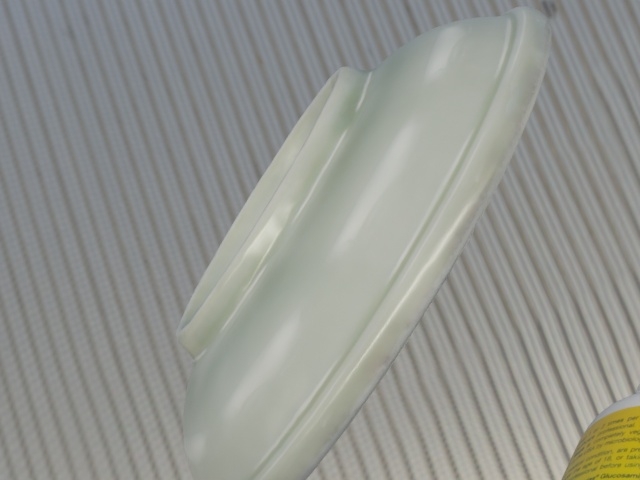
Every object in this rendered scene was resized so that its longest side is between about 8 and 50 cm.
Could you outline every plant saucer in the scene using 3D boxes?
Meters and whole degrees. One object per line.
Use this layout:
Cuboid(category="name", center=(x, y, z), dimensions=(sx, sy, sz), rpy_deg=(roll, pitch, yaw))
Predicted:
Cuboid(category="plant saucer", center=(0.000, 0.000, 0.985), dimensions=(0.100, 0.400, 0.400), rpy_deg=(31, 86, -7))

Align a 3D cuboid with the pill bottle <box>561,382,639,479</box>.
Cuboid(category="pill bottle", center=(0.239, 0.223, 1.014), dimensions=(0.188, 0.188, 0.334), rpy_deg=(21, 48, 16))
